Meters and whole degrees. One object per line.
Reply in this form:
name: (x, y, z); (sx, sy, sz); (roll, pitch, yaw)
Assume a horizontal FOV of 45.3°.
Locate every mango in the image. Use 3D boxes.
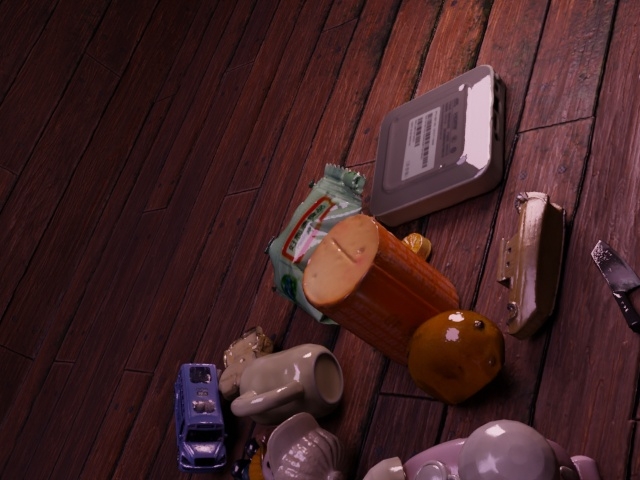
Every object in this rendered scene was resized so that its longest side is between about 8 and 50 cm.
mango: (0.264, 0.229, 1.548); (0.136, 0.166, 0.236); (-31, -14, -46)

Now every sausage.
sausage: (0.134, 0.113, 1.676); (0.233, 0.287, 0.233); (-35, 35, 29)

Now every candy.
candy: (0.006, 0.001, 1.966); (0.263, 0.172, 0.397); (30, 102, 53)

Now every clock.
clock: (0.263, 0.419, 1.231); (0.342, 0.326, 0.184); (-34, 41, 28)

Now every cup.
cup: (-0.087, 0.329, 1.777); (0.202, 0.255, 0.173); (-19, 63, 31)

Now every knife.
knife: (0.560, 0.075, 1.429); (0.060, 0.028, 0.230); (-29, 38, 16)

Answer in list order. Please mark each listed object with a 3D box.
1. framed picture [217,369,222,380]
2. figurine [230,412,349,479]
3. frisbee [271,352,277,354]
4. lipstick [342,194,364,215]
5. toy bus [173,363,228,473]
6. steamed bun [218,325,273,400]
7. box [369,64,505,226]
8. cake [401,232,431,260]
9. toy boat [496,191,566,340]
framed picture: (-0.350, 0.429, 2.239); (0.149, 0.011, 0.109); (-11, 54, 46)
figurine: (-0.062, 0.511, 1.719); (0.185, 0.204, 0.332); (-57, 4, -30)
frisbee: (-0.108, 0.340, 1.937); (0.014, 0.110, 0.110); (-12, 51, 65)
lipstick: (0.083, -0.042, 2.049); (0.077, 0.079, 0.252); (-47, 39, 19)
toy bus: (-0.318, 0.467, 2.030); (0.292, 0.126, 0.133); (-108, 27, -50)
steamed bun: (-0.186, 0.344, 2.034); (0.192, 0.106, 0.177); (-43, 31, 17)
box: (0.294, -0.242, 1.950); (0.373, 0.090, 0.367); (-23, 47, 40)
cake: (0.226, 0.025, 1.849); (0.084, 0.044, 0.084); (-30, 41, 30)
toy boat: (0.419, 0.048, 1.561); (0.121, 0.089, 0.321); (-18, 50, 49)
